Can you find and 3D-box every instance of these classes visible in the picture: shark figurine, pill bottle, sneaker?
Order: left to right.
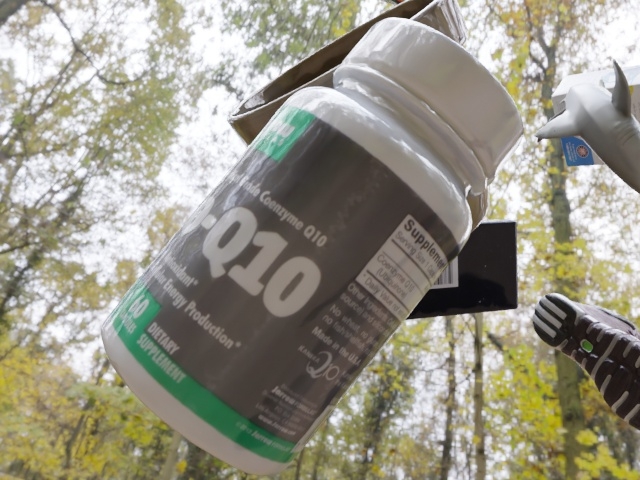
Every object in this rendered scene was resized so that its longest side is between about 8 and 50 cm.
[{"bbox_3d":[0.000,0.000,0.539,0.204,0.361,0.204,39,-4,4],"label":"pill bottle"},{"bbox_3d":[0.343,-0.162,0.823,0.116,0.278,0.166,-24,-66,13],"label":"shark figurine"},{"bbox_3d":[0.476,0.177,0.936,0.162,0.281,0.107,6,-59,-33],"label":"sneaker"}]

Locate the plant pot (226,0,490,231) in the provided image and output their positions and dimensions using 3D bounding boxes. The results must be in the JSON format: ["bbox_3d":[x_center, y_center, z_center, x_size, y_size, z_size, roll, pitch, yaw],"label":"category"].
[{"bbox_3d":[0.085,-0.129,0.813,0.323,0.323,0.280,-19,-67,35],"label":"plant pot"}]

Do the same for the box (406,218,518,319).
[{"bbox_3d":[0.178,0.049,1.267,0.342,0.179,0.312,-3,5,-14],"label":"box"}]

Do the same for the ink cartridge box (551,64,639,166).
[{"bbox_3d":[0.493,-0.195,0.936,0.230,0.078,0.134,2,-51,42],"label":"ink cartridge box"}]

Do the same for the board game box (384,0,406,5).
[{"bbox_3d":[0.026,-0.469,1.034,0.259,0.136,0.030,14,-71,-34],"label":"board game box"}]
